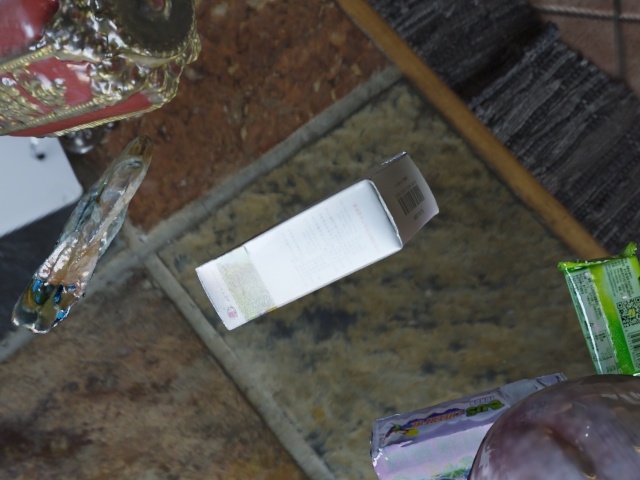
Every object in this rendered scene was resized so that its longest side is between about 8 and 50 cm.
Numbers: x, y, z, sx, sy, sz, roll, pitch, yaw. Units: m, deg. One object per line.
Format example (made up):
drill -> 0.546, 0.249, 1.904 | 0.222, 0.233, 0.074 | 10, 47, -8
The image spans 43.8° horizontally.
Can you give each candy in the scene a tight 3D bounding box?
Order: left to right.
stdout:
candy -> 0.353, 0.098, 0.947 | 0.102, 0.032, 0.178 | -17, 87, -3

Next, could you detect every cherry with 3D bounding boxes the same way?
cherry -> 0.304, 0.275, 0.771 | 0.326, 0.335, 0.291 | -13, 35, 9

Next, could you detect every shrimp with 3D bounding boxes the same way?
shrimp -> -0.446, -0.010, 1.547 | 0.110, 0.221, 0.446 | 31, 91, -19

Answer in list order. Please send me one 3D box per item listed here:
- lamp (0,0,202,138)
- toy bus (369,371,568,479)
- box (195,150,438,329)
lamp -> -0.231, -0.180, 0.705 | 0.274, 0.177, 0.177 | -7, 66, 39
toy bus -> 0.233, 0.286, 1.145 | 0.317, 0.138, 0.112 | -21, 28, 16
box -> 0.000, 0.000, 1.135 | 0.299, 0.200, 0.106 | -28, 93, 26
